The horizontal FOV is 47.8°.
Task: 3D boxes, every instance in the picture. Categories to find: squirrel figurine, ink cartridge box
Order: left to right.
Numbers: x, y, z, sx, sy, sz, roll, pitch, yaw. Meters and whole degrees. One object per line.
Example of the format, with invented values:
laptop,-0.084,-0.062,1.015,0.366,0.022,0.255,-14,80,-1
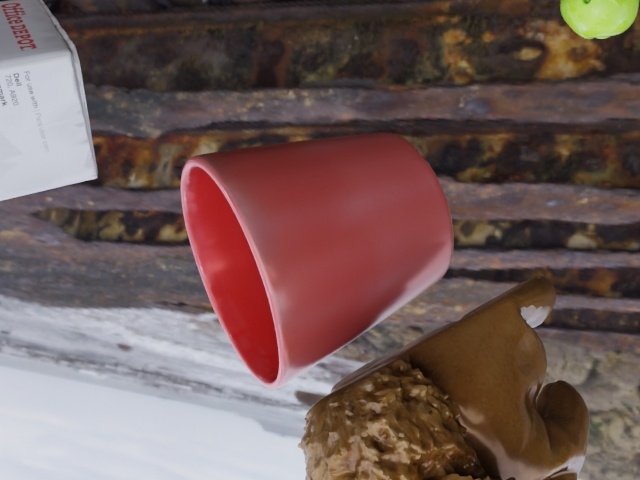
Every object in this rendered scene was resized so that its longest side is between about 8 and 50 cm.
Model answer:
ink cartridge box,-0.349,-0.108,0.603,0.278,0.117,0.201,-17,-144,-21
squirrel figurine,0.169,0.276,0.719,0.281,0.370,0.397,-33,171,27

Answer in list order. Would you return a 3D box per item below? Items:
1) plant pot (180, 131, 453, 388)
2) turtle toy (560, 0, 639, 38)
plant pot,0.000,0.000,0.838,0.243,0.275,0.275,-21,178,-22
turtle toy,0.144,-0.178,0.416,0.130,0.095,0.066,58,168,-2
